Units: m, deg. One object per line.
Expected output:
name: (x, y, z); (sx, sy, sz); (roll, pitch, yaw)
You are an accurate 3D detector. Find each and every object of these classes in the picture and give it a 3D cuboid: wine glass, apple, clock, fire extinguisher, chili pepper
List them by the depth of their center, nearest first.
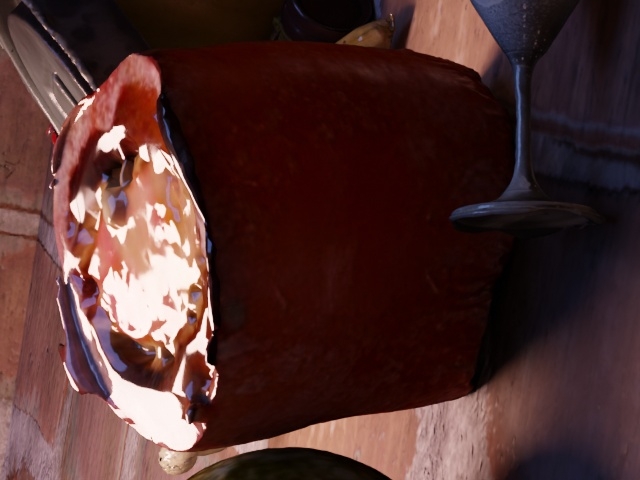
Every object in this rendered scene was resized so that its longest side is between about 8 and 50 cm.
wine glass: (0.124, -0.097, 1.129); (0.122, 0.122, 0.183); (158, 112, -71)
chili pepper: (0.000, 0.000, 1.233); (0.229, 0.305, 0.251); (-28, 69, 60)
clock: (-0.190, -0.119, 1.671); (0.325, 0.067, 0.325); (51, 167, 17)
fire extinguisher: (-0.015, -0.131, 1.684); (0.075, 0.106, 0.252); (46, 141, 19)
apple: (-0.111, -0.272, 1.741); (0.279, 0.279, 0.279); (-172, 90, -73)

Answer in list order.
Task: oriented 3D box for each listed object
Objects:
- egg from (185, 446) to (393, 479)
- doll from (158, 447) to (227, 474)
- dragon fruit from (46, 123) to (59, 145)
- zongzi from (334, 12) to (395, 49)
egg: (-0.021, 0.270, 1.211); (0.238, 0.238, 0.289); (-107, 19, -54)
doll: (-0.077, 0.071, 1.675); (0.278, 0.149, 0.175); (-51, 0, 38)
dragon fruit: (-0.173, -0.117, 1.919); (0.147, 0.211, 0.282); (165, 91, -80)
zongzi: (-0.008, -0.072, 1.519); (0.197, 0.099, 0.194); (-46, 22, 48)
